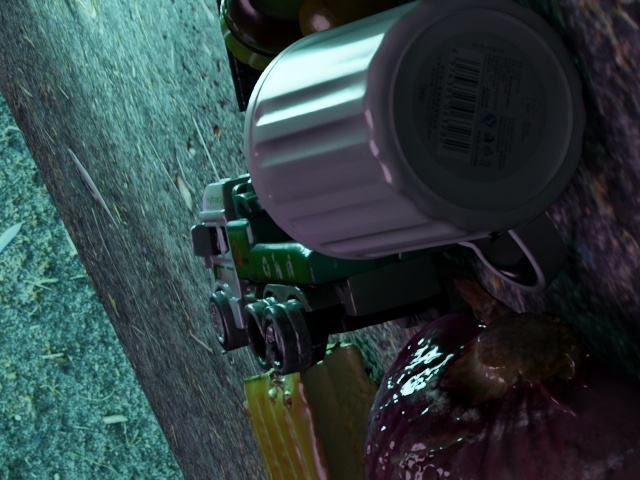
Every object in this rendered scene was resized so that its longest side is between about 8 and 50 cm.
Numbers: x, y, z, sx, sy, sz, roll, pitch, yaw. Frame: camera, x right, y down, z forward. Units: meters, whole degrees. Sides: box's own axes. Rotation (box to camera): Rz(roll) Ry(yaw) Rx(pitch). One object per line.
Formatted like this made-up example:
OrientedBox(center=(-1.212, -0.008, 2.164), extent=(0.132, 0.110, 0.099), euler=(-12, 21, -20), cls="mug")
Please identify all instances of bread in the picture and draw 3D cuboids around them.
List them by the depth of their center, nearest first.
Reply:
OrientedBox(center=(0.011, 0.232, 1.466), extent=(0.246, 0.111, 0.239), euler=(69, 160, 3), cls="bread")

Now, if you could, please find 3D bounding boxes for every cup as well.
OrientedBox(center=(0.083, -0.067, 0.875), extent=(0.202, 0.221, 0.166), euler=(175, 107, -69), cls="cup")

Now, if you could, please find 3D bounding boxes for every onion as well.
OrientedBox(center=(0.144, 0.220, 0.917), extent=(0.267, 0.159, 0.348), euler=(26, 144, 46), cls="onion")

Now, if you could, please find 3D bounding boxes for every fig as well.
OrientedBox(center=(0.030, -0.160, 0.994), extent=(0.088, 0.074, 0.074), euler=(44, 161, 1), cls="fig")

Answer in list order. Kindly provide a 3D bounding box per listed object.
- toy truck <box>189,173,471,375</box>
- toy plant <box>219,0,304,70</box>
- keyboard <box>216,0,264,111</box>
OrientedBox(center=(0.001, 0.007, 1.148), extent=(0.363, 0.177, 0.178), euler=(170, 87, -72), cls="toy truck")
OrientedBox(center=(-0.037, -0.189, 1.102), extent=(0.162, 0.093, 0.092), euler=(139, 107, -78), cls="toy plant")
OrientedBox(center=(-0.061, -0.211, 1.209), extent=(0.010, 0.064, 0.198), euler=(-120, 16, -55), cls="keyboard")
